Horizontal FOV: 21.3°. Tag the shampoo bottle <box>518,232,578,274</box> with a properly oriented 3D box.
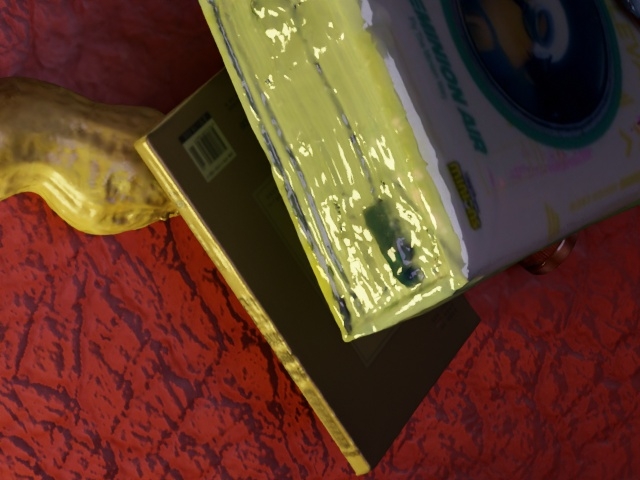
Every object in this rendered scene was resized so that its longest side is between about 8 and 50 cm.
[{"bbox_3d":[0.106,-0.066,1.400,0.260,0.064,0.102,37,51,-24],"label":"shampoo bottle"}]

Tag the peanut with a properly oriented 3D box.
[{"bbox_3d":[-0.195,-0.063,1.275,0.229,0.103,0.098,11,124,-20],"label":"peanut"}]

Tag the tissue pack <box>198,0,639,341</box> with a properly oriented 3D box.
[{"bbox_3d":[0.121,-0.125,1.279,0.388,0.162,0.287,-22,88,-47],"label":"tissue pack"}]

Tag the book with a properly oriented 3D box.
[{"bbox_3d":[0.000,0.000,1.338,0.310,0.021,0.217,57,41,-13],"label":"book"}]

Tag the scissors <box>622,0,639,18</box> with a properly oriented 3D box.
[{"bbox_3d":[0.280,-0.318,1.391,0.180,0.032,0.393,47,42,-20],"label":"scissors"}]
